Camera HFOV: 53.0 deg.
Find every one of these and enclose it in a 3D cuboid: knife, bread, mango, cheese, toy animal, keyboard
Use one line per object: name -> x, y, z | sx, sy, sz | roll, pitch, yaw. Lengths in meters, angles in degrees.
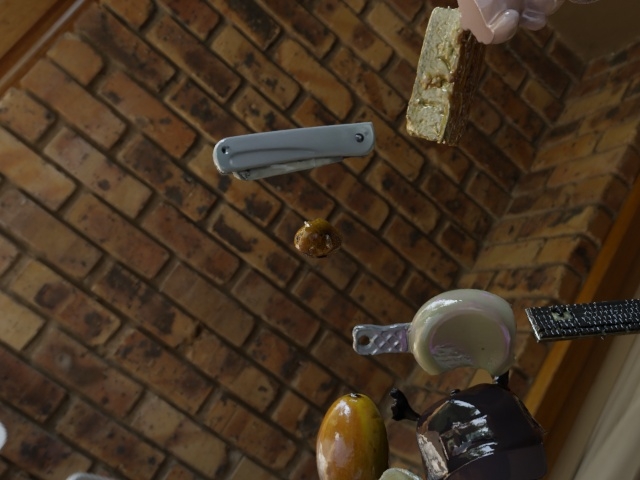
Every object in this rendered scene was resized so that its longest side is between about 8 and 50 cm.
knife -> -0.040, -0.145, 1.038 | 0.265, 0.073, 0.040 | -10, -12, -8
bread -> 0.277, -0.349, 1.395 | 0.114, 0.275, 0.184 | 15, 11, 20
mango -> 0.055, 0.363, 1.023 | 0.113, 0.138, 0.254 | 0, -65, 15
mango -> 0.000, 0.000, 1.188 | 0.127, 0.077, 0.063 | 13, 50, -60
cheese -> 0.199, 0.170, 1.128 | 0.286, 0.163, 0.082 | -6, 10, 5
toy animal -> 0.287, -0.350, 0.855 | 0.124, 0.212, 0.124 | 58, -8, 13
keyboard -> 0.655, 0.191, 1.539 | 0.316, 0.106, 0.027 | -4, -41, -10

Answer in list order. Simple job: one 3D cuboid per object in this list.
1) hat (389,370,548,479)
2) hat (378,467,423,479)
hat -> 0.249, 0.318, 1.105 | 0.209, 0.238, 0.336 | 63, 10, 9
hat -> 0.171, 0.379, 0.745 | 0.130, 0.258, 0.257 | -8, 0, -21
